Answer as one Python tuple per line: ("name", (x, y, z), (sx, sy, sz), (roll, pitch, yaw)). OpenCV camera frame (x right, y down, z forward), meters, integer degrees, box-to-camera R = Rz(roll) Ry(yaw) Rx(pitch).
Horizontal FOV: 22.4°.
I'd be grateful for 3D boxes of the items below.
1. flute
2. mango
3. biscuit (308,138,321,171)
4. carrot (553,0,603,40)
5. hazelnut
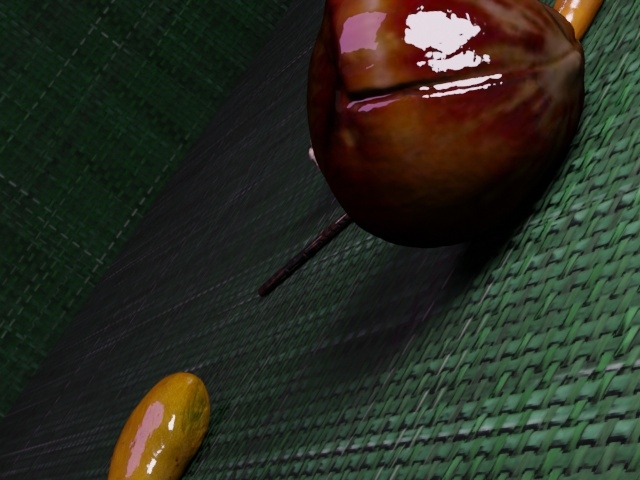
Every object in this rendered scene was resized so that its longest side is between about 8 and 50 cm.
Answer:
("flute", (0.000, 0.000, 1.731), (0.269, 0.014, 0.014), (-41, 16, 48))
("mango", (-0.164, 0.210, 1.610), (0.098, 0.075, 0.190), (-49, 17, 52))
("biscuit", (0.118, -0.243, 1.827), (0.144, 0.078, 0.426), (-37, 20, 53))
("carrot", (0.244, -0.261, 1.416), (0.066, 0.062, 0.271), (-7, 40, 28))
("hazelnut", (0.097, -0.105, 1.212), (0.229, 0.229, 0.229), (-51, 11, 14))
